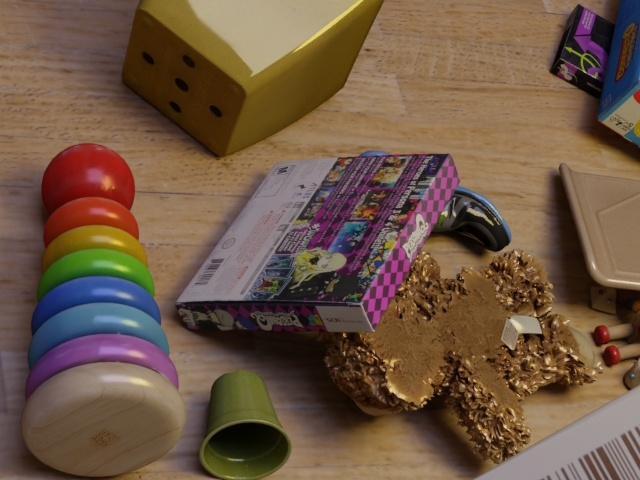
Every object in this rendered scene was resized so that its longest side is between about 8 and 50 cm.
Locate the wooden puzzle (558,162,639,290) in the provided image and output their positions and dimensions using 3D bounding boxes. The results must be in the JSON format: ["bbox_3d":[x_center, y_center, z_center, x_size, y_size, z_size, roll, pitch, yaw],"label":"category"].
[{"bbox_3d":[0.387,0.002,1.765,0.239,0.044,0.221,11,33,-9],"label":"wooden puzzle"}]

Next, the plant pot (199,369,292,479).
[{"bbox_3d":[-0.072,0.163,1.447,0.083,0.083,0.079,10,40,-19],"label":"plant pot"}]

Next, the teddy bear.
[{"bbox_3d":[0.135,0.106,1.580,0.245,0.113,0.338,50,43,7],"label":"teddy bear"}]

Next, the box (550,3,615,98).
[{"bbox_3d":[0.373,-0.215,1.975,0.162,0.029,0.116,29,48,-6],"label":"box"}]

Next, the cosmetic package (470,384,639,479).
[{"bbox_3d":[0.323,0.307,1.233,0.329,0.394,0.327,-32,64,8],"label":"cosmetic package"}]

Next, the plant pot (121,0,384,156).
[{"bbox_3d":[-0.089,-0.218,1.653,0.212,0.212,0.187,39,61,6],"label":"plant pot"}]

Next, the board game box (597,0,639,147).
[{"bbox_3d":[0.504,-0.193,1.954,0.302,0.086,0.308,31,47,-12],"label":"board game box"}]

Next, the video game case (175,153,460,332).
[{"bbox_3d":[0.000,0.000,1.537,0.210,0.042,0.232,-2,37,32],"label":"video game case"}]

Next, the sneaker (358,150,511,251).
[{"bbox_3d":[0.113,-0.028,1.694,0.188,0.067,0.078,23,66,-8],"label":"sneaker"}]

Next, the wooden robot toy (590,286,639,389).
[{"bbox_3d":[0.347,0.101,1.686,0.076,0.079,0.173,-8,58,-30],"label":"wooden robot toy"}]

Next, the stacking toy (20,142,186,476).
[{"bbox_3d":[-0.208,0.045,1.447,0.141,0.141,0.330,7,45,-21],"label":"stacking toy"}]
